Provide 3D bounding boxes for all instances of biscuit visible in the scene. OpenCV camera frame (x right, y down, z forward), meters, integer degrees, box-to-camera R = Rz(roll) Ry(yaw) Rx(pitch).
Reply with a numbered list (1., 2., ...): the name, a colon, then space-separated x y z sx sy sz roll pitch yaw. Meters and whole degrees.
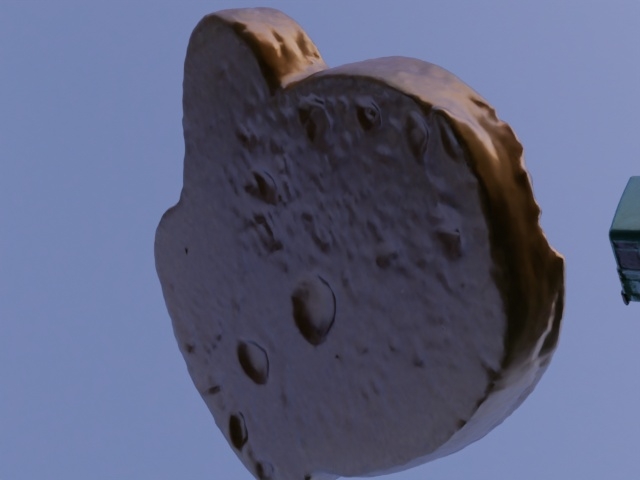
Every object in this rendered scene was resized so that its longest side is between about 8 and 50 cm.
1. biscuit: 0.002 -0.001 0.868 0.057 0.344 0.287 -20 -101 -36

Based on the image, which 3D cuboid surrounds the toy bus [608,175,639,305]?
1. toy bus: 0.299 0.000 1.083 0.079 0.160 0.091 -60 -40 -38
